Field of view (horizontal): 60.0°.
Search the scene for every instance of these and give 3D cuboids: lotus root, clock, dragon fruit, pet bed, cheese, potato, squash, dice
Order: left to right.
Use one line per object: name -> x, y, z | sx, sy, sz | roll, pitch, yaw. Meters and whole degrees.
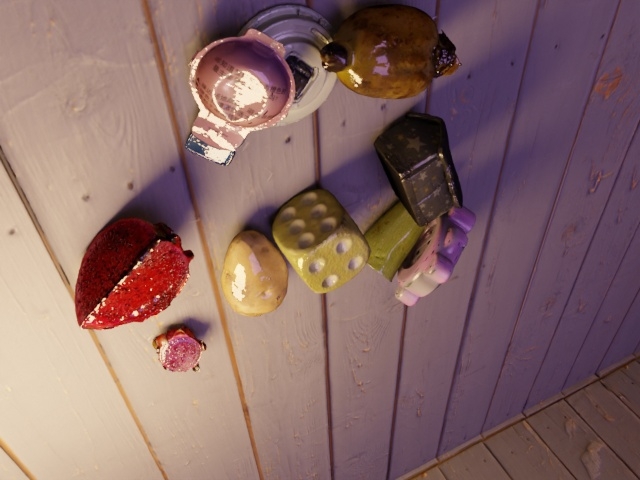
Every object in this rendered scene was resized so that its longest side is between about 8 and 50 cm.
dragon fruit -> -0.363, 0.050, 1.087 | 0.262, 0.189, 0.163 | -44, 176, 14
dragon fruit -> -0.342, 0.257, 1.343 | 0.126, 0.068, 0.112 | 18, 105, -29
cheese -> -0.153, -0.243, 0.979 | 0.189, 0.074, 0.286 | 22, 133, -18
potato -> -0.144, 0.083, 1.268 | 0.161, 0.128, 0.234 | -8, 125, -34
clock -> -0.059, -0.312, 1.029 | 0.237, 0.053, 0.236 | -19, 135, -20
dice -> 0.000, 0.000, 1.257 | 0.166, 0.169, 0.169 | -36, 139, -1
lotus root -> 0.122, -0.352, 1.038 | 0.314, 0.141, 0.169 | -10, 116, -34
squash -> 0.207, -0.049, 1.416 | 0.137, 0.137, 0.287 | 34, 91, -46
pet bed -> 0.239, -0.166, 1.262 | 0.159, 0.183, 0.211 | -31, 136, 3
clock -> 0.281, 0.036, 1.406 | 0.090, 0.247, 0.227 | 33, 139, -7
